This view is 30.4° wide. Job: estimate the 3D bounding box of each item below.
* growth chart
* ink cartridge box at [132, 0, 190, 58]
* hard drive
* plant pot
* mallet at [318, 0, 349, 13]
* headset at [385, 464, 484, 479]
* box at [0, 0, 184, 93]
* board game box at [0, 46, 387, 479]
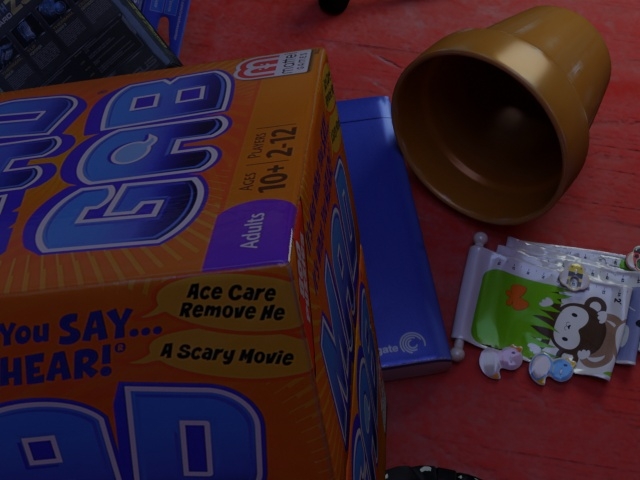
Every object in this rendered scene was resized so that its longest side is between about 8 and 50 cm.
[{"bbox_3d":[0.254,0.069,1.217,0.237,0.021,0.172,5,63,2],"label":"growth chart"},{"bbox_3d":[-0.307,-0.248,1.304,0.311,0.065,0.186,14,96,4],"label":"ink cartridge box"},{"bbox_3d":[0.000,0.000,1.236,0.210,0.040,0.319,-8,63,-6],"label":"hard drive"},{"bbox_3d":[0.210,-0.152,1.244,0.205,0.205,0.188,34,52,16],"label":"plant pot"},{"bbox_3d":[0.088,-0.299,1.403,0.189,0.062,0.039,-2,63,-19],"label":"mallet"},{"bbox_3d":[0.025,0.324,1.038,0.394,0.185,0.243,10,55,-12],"label":"headset"},{"bbox_3d":[-0.289,-0.179,1.242,0.232,0.059,0.183,-40,86,7],"label":"box"},{"bbox_3d":[-0.149,0.103,0.877,0.356,0.356,0.356,-7,28,7],"label":"board game box"}]
